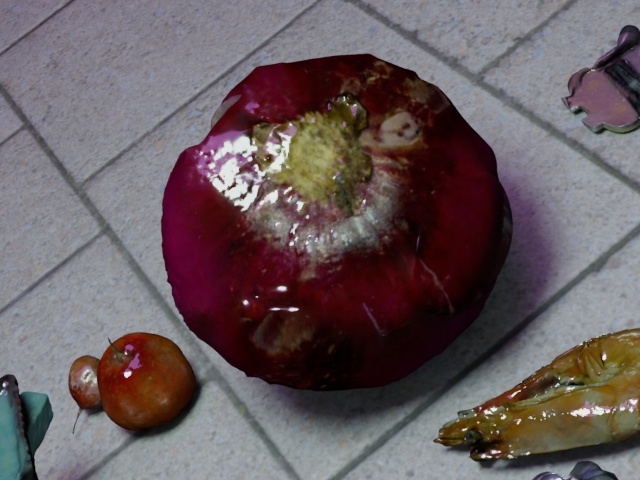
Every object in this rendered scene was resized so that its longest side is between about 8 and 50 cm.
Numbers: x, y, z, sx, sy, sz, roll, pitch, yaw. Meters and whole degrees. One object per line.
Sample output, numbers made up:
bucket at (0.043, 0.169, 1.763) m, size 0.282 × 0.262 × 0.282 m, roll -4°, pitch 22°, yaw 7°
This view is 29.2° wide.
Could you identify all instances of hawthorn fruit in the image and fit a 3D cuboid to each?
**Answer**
hawthorn fruit at (-0.306, 0.200, 1.598) m, size 0.066 × 0.067 × 0.103 m, roll 6°, pitch 58°, yaw 35°
hawthorn fruit at (-0.228, 0.172, 1.537) m, size 0.125 × 0.140 × 0.125 m, roll -42°, pitch 37°, yaw 43°

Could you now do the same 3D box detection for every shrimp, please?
shrimp at (0.256, 0.166, 1.296) m, size 0.294 × 0.062 × 0.154 m, roll -18°, pitch 32°, yaw 13°

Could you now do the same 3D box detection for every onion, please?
onion at (0.000, 0.000, 1.457) m, size 0.398 × 0.398 × 0.420 m, roll -51°, pitch 2°, yaw -19°

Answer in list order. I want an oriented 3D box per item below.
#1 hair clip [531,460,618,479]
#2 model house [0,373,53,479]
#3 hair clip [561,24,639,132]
hair clip at (0.210, 0.287, 1.212) m, size 0.195 × 0.052 × 0.124 m, roll -32°, pitch 36°, yaw 9°
model house at (-0.338, 0.325, 1.371) m, size 0.229 × 0.281 × 0.249 m, roll 10°, pitch 35°, yaw 13°
hair clip at (0.392, -0.192, 1.559) m, size 0.146 × 0.056 × 0.187 m, roll -34°, pitch 33°, yaw 1°
